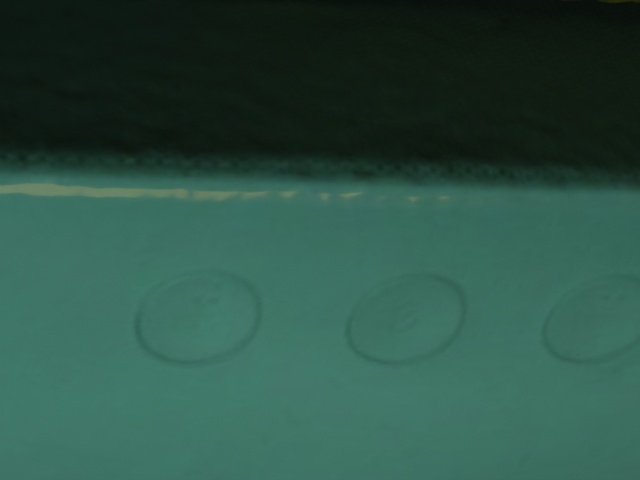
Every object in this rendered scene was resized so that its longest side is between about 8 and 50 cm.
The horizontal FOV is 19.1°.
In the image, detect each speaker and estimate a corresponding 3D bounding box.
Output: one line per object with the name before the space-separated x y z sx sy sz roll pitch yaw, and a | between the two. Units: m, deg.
speaker | 0.000 0.000 0.678 0.406 0.183 0.184 2 127 -17

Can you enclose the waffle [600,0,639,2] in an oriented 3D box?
waffle | 0.104 -0.236 0.595 0.304 0.077 0.348 -1 116 -17
